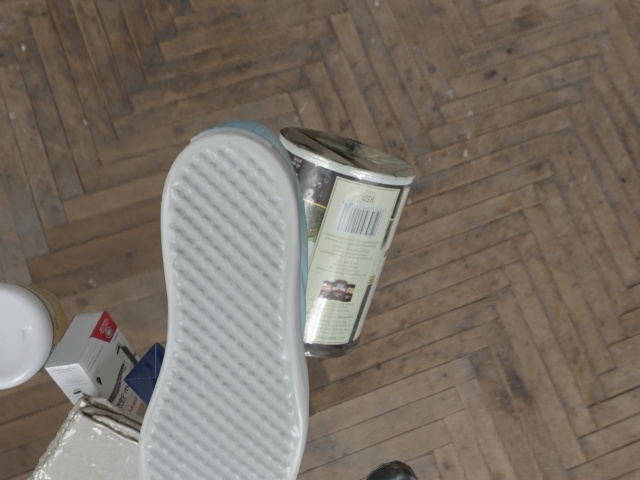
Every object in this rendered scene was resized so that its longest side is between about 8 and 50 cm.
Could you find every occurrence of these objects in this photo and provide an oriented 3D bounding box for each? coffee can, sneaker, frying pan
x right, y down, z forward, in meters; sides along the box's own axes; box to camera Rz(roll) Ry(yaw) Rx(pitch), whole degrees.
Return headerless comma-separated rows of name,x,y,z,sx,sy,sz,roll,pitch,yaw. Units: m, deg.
coffee can,0.000,0.000,1.202,0.201,0.201,0.275,17,106,-2
sneaker,-0.064,0.079,0.694,0.135,0.150,0.366,10,108,3
frying pan,0.078,0.497,1.449,0.326,0.053,0.197,-6,98,-45

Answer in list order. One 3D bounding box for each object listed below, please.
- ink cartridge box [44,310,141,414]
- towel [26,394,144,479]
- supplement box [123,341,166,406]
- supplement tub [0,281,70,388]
ink cartridge box,-0.292,0.176,1.118,0.056,0.135,0.099,-10,37,22
towel,-0.288,0.325,1.121,0.187,0.282,0.049,29,31,-17
supplement box,-0.157,0.164,0.932,0.083,0.083,0.056,41,90,20
supplement tub,-0.442,0.134,1.206,0.144,0.199,0.144,0,86,-6
